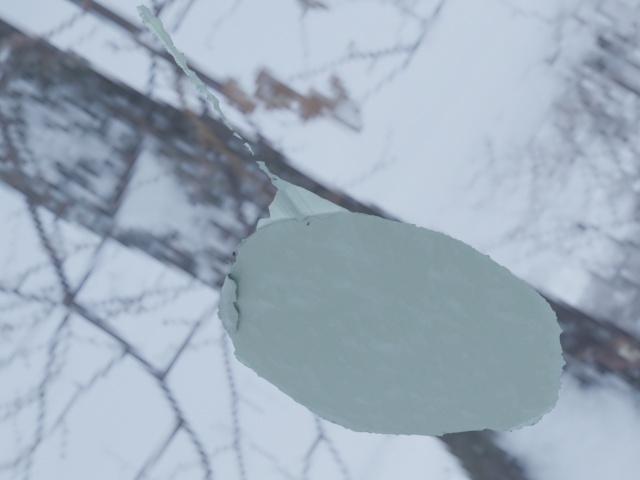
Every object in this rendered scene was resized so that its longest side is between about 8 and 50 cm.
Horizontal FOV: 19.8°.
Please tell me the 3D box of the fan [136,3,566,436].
[{"bbox_3d":[0.000,-0.001,0.853,0.310,0.182,0.010,54,39,-37],"label":"fan"}]
